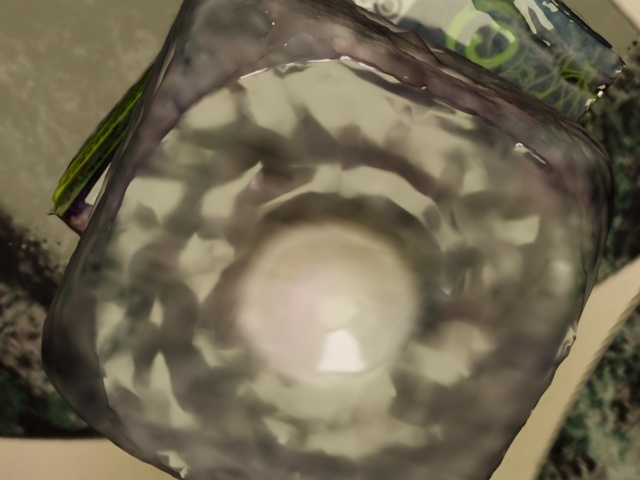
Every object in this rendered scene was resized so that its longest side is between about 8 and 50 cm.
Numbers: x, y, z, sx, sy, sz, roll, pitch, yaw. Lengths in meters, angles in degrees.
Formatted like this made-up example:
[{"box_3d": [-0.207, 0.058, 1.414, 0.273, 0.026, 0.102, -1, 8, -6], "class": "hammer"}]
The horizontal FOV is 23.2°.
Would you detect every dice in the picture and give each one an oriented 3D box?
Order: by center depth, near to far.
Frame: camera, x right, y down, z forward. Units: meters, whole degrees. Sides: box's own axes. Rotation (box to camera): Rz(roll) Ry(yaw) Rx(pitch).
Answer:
[{"box_3d": [0.000, 0.000, 0.632, 0.181, 0.183, 0.182, 26, 102, -11], "class": "dice"}]

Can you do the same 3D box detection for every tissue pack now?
[{"box_3d": [0.007, -0.056, 0.750, 0.173, 0.073, 0.235, 38, 99, -11], "class": "tissue pack"}]
